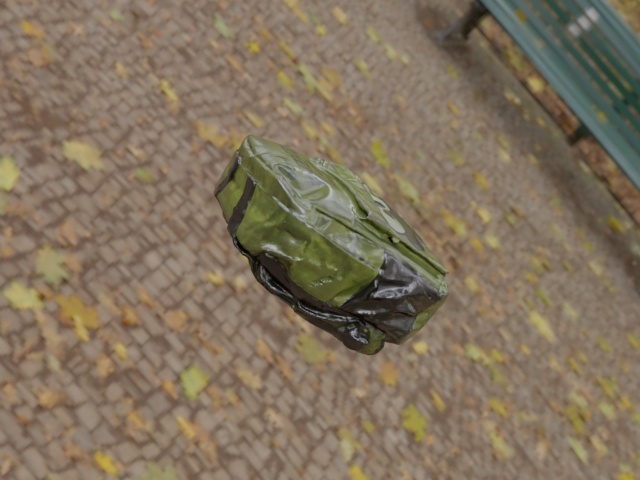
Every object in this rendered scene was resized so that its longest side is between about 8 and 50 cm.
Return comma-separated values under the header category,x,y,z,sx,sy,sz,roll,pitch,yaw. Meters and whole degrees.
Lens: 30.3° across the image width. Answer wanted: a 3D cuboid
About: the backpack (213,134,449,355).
category,x,y,z,sx,sy,sz,roll,pitch,yaw
backpack,0.000,0.000,1.210,0.253,0.140,0.207,32,12,-34
